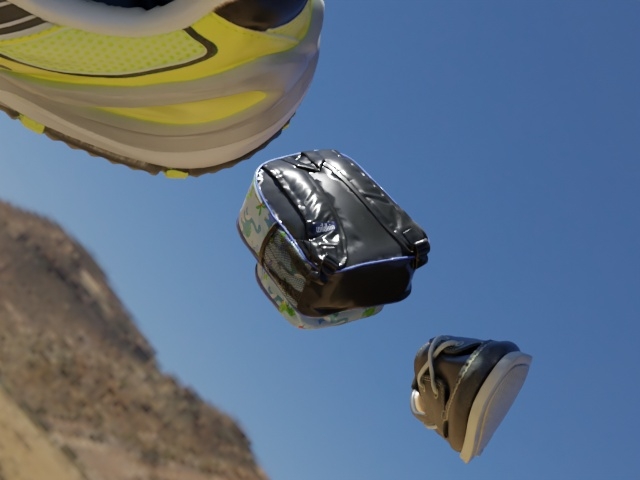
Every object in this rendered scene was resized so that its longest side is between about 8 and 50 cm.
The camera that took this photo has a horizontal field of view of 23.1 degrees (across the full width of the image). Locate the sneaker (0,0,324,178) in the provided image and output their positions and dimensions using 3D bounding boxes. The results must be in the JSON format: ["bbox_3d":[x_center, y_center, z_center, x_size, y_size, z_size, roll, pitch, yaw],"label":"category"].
[{"bbox_3d":[-0.175,-0.148,0.590,0.384,0.145,0.147,16,-19,-8],"label":"sneaker"}]

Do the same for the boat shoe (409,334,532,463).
[{"bbox_3d":[0.097,0.104,1.093,0.079,0.084,0.233,33,-7,7],"label":"boat shoe"}]

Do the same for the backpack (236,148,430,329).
[{"bbox_3d":[0.000,0.000,1.048,0.114,0.105,0.084,53,-43,31],"label":"backpack"}]
